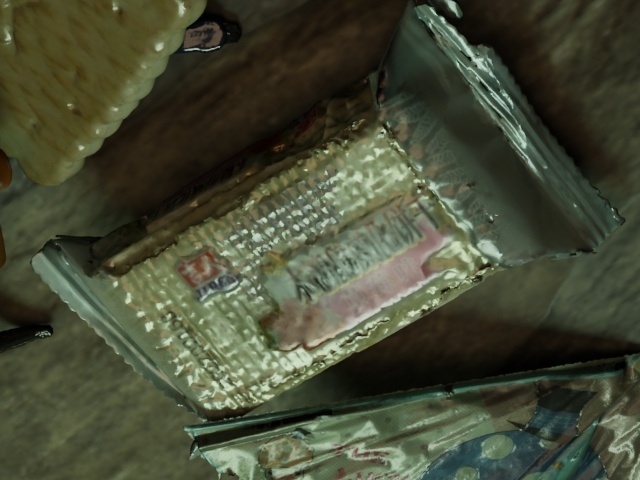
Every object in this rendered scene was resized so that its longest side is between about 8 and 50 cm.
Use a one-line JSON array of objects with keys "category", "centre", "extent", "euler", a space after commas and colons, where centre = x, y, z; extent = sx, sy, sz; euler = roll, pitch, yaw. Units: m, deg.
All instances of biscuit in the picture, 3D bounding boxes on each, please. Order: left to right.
[{"category": "biscuit", "centre": [-0.224, -0.183, 0.976], "extent": [0.325, 0.044, 0.217], "euler": [39, 137, -6]}, {"category": "biscuit", "centre": [-0.003, -0.004, 1.032], "extent": [0.309, 0.079, 0.186], "euler": [-29, 113, 24]}]

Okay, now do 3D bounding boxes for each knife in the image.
[{"category": "knife", "centre": [-0.253, 0.087, 1.070], "extent": [0.045, 0.222, 0.021], "euler": [0, 106, 35]}, {"category": "knife", "centre": [-0.106, -0.118, 1.030], "extent": [0.121, 0.018, 0.031], "euler": [0, 115, 12]}]

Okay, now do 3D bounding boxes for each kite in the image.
[{"category": "kite", "centre": [0.091, 0.202, 1.117], "extent": [0.406, 0.014, 0.368], "euler": [35, 108, -21]}]

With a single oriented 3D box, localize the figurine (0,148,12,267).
[{"category": "figurine", "centre": [-0.244, -0.056, 0.994], "extent": [0.143, 0.143, 0.271], "euler": [10, 105, 8]}]
